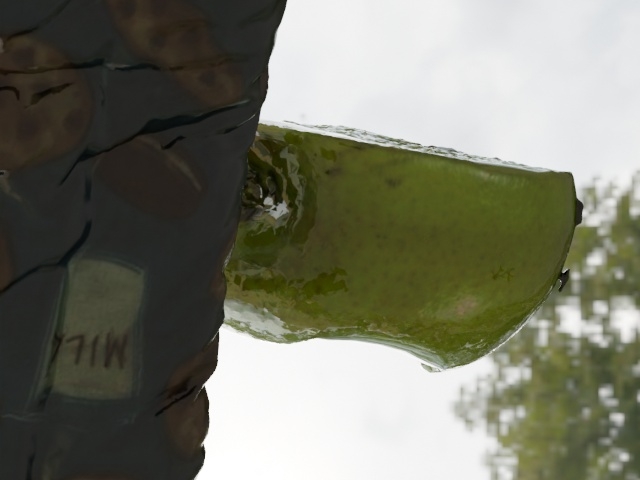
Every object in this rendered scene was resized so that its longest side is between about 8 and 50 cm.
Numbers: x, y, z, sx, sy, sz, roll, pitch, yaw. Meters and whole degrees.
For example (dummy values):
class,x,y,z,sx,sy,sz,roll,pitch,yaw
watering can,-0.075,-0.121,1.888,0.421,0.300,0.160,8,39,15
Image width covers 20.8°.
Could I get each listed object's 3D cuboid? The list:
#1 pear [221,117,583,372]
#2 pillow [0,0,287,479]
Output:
class,x,y,z,sx,sy,sz,roll,pitch,yaw
pear,0.000,0.000,1.298,0.282,0.286,0.176,7,-85,-43
pillow,-0.093,-0.032,0.413,0.189,0.034,0.255,-3,-63,-32
